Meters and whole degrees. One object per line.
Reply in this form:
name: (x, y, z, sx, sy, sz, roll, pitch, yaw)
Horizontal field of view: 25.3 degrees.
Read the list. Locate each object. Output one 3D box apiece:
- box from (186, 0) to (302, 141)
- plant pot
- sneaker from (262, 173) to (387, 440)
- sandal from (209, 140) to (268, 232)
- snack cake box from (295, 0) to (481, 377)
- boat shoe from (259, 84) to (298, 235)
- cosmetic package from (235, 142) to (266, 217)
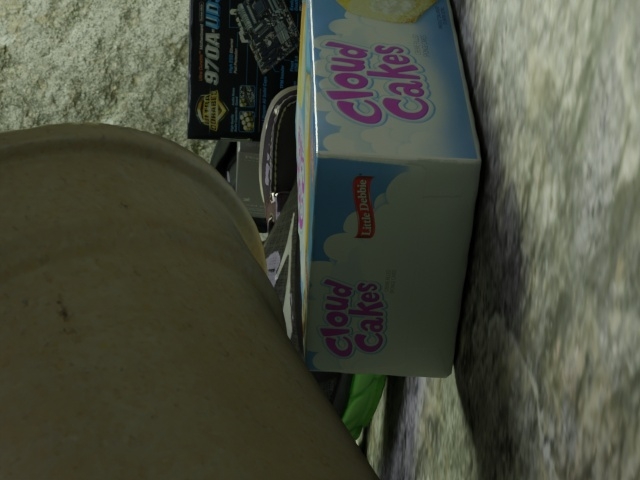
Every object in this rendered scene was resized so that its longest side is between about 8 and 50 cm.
box: (-0.037, -0.202, 1.348, 0.051, 0.175, 0.220, -97, 9, -70)
plant pot: (-0.090, 0.165, 0.667, 0.305, 0.334, 0.334, 46, 144, 38)
sneaker: (-0.079, 0.095, 1.148, 0.483, 0.202, 0.185, 125, 154, -44)
sandal: (-0.062, -0.100, 1.912, 0.446, 0.167, 0.107, 98, 155, -62)
snack cake box: (0.032, -0.061, 0.862, 0.264, 0.089, 0.152, -93, 7, -53)
boat shoe: (0.000, 0.000, 1.311, 0.092, 0.103, 0.285, -142, 50, -79)
cosmetic package: (-0.027, -0.099, 1.531, 0.238, 0.127, 0.107, 99, 175, -78)
